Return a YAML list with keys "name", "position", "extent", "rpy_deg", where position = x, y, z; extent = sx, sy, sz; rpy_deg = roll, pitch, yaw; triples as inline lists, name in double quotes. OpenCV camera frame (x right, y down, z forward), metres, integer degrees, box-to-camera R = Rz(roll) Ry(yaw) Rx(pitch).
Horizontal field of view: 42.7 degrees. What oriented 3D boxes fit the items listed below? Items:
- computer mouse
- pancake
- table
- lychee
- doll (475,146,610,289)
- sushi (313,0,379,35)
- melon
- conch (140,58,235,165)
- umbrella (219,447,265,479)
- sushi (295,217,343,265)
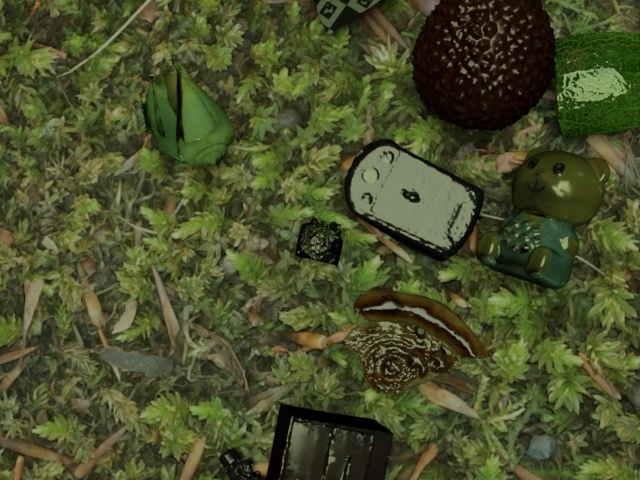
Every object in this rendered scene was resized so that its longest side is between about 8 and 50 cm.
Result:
- name: "computer mouse"
  position: [0.177, -0.080, 1.604]
  extent: [0.269, 0.100, 0.170]
  rpy_deg: [29, 90, 2]
- name: "pancake"
  position: [0.173, 0.180, 1.600]
  extent: [0.257, 0.056, 0.212]
  rpy_deg: [-21, 83, 2]
- name: "table"
  position: [0.013, 0.409, 1.512]
  extent: [0.193, 0.172, 0.169]
  rpy_deg: [12, 85, -9]
- name: "lychee"
  position: [0.306, -0.347, 1.544]
  extent: [0.276, 0.304, 0.275]
  rpy_deg: [-3, 50, 4]
- name: "doll"
  position: [0.428, -0.048, 1.549]
  extent: [0.177, 0.161, 0.260]
  rpy_deg: [18, 86, 45]
- name: "sushi"
  position: [0.097, -0.597, 1.670]
  extent: [0.294, 0.059, 0.292]
  rpy_deg: [-28, 70, 16]
- name: "melon"
  position: [0.612, -0.306, 1.583]
  extent: [0.324, 0.124, 0.196]
  rpy_deg: [-4, 91, 6]
- name: "conch"
  position: [-0.279, -0.247, 1.636]
  extent: [0.143, 0.137, 0.250]
  rpy_deg: [-42, 83, 0]
- name: "umbrella"
  position: [-0.126, 0.507, 1.589]
  extent: [0.224, 0.080, 0.071]
  rpy_deg: [52, 125, 11]
- name: "sushi"
  position: [0.000, 0.000, 1.634]
  extent: [0.083, 0.056, 0.084]
  rpy_deg: [11, 86, 13]
